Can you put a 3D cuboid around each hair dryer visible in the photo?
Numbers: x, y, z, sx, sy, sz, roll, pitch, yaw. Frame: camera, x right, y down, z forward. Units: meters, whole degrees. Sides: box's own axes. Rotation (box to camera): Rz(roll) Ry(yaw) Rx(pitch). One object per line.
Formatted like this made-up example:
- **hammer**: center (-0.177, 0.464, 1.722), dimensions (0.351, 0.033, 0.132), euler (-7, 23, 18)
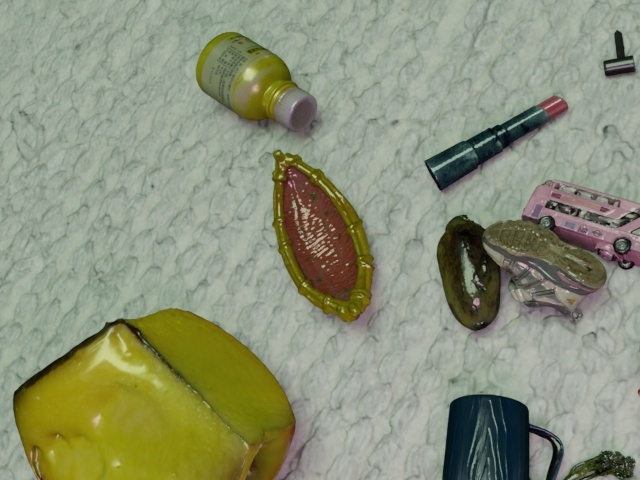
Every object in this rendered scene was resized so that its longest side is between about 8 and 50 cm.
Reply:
- **hair dryer**: center (0.461, -0.294, 1.688), dimensions (0.047, 0.026, 0.083), euler (-6, 59, 18)

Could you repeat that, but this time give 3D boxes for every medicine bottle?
- **medicine bottle**: center (-0.101, -0.259, 1.835), dimensions (0.212, 0.122, 0.122), euler (35, 80, 32)

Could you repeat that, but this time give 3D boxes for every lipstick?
- **lipstick**: center (0.274, -0.157, 1.677), dimensions (0.234, 0.053, 0.053), euler (-29, 57, 3)

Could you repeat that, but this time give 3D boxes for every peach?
- **peach**: center (-0.239, 0.266, 1.553), dimensions (0.380, 0.242, 0.306), euler (34, 101, 18)

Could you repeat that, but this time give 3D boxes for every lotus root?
- **lotus root**: center (0.217, 0.043, 1.576), dimensions (0.089, 0.080, 0.179), euler (-15, 62, 13)

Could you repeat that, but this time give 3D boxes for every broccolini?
- **broccolini**: center (0.322, 0.333, 1.419), dimensions (0.194, 0.054, 0.052), euler (-41, 26, 5)

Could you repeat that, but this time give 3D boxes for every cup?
- **cup**: center (0.233, 0.288, 1.440), dimensions (0.113, 0.150, 0.138), euler (-33, 42, 53)

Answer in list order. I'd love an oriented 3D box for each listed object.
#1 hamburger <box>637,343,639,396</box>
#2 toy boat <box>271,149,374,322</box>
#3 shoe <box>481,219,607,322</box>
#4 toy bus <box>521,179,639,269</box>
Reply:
- **hamburger**: center (0.480, 0.155, 1.370), dimensions (0.175, 0.175, 0.137), euler (-15, 48, 14)
- **toy boat**: center (0.002, 0.001, 1.677), dimensions (0.141, 0.099, 0.318), euler (-30, 60, 9)
- **shoe**: center (0.306, 0.043, 1.527), dimensions (0.180, 0.092, 0.089), euler (27, 38, 18)
- **toy bus**: center (0.391, -0.024, 1.554), dimensions (0.203, 0.063, 0.090), euler (21, 73, 30)
